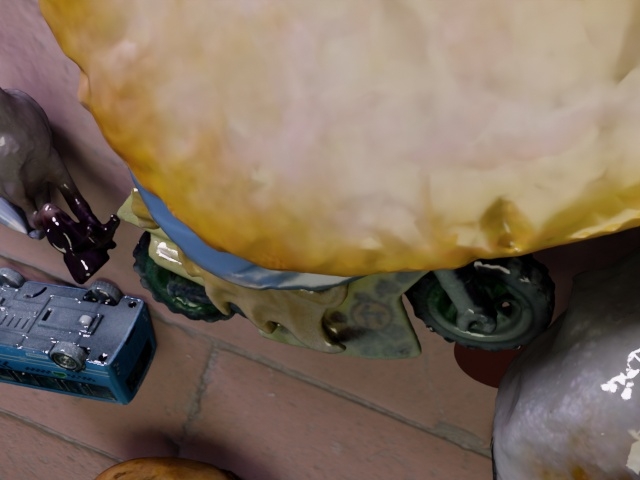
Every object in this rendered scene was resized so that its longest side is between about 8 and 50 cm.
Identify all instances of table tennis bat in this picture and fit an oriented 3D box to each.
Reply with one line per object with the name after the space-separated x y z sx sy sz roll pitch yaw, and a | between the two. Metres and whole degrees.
0.223 0.142 0.783 0.155 0.019 0.098 24 132 3 | table tennis bat

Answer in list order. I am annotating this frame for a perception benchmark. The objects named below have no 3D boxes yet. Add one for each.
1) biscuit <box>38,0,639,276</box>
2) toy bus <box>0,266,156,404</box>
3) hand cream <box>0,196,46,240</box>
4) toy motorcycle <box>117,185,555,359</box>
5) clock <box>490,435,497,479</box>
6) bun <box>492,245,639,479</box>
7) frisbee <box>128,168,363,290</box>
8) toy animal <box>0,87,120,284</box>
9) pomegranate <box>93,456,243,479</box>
0.022 -0.178 0.399 0.446 0.104 0.429 -21 100 28 | biscuit
-0.346 0.127 0.910 0.247 0.113 0.134 6 136 13 | toy bus
-0.411 -0.088 0.787 0.256 0.055 0.088 41 172 -16 | hand cream
0.000 0.000 0.642 0.410 0.168 0.236 3 128 18 | toy motorcycle
0.338 0.278 0.816 0.281 0.055 0.280 10 137 9 | clock
0.292 0.127 0.571 0.211 0.362 0.361 48 147 38 | bun
-0.026 -0.106 0.522 0.290 0.049 0.289 -1 85 15 | frisbee
-0.310 -0.104 0.701 0.195 0.090 0.324 5 131 52 | toy animal
-0.226 0.473 1.056 0.322 0.322 0.322 10 131 12 | pomegranate
